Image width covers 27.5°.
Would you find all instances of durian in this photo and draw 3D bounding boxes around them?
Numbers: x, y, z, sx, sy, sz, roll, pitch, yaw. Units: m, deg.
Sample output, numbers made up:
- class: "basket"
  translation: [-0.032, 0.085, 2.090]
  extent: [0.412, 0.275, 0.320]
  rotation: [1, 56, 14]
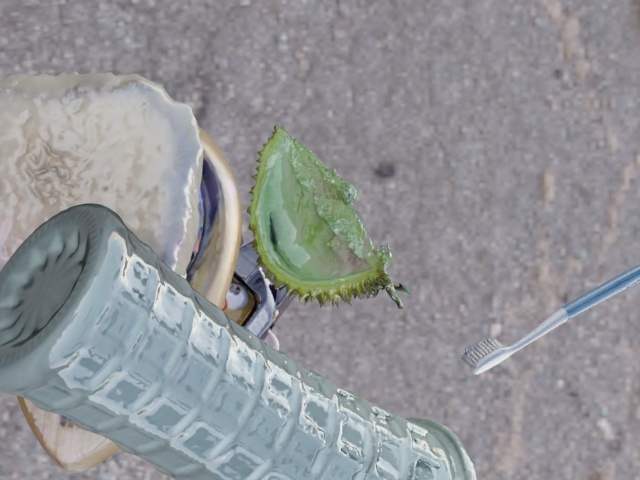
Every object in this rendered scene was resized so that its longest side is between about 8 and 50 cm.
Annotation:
- class: "durian"
  translation: [0.000, 0.000, 1.115]
  extent: [0.086, 0.215, 0.100]
  rotation: [-11, 144, -40]

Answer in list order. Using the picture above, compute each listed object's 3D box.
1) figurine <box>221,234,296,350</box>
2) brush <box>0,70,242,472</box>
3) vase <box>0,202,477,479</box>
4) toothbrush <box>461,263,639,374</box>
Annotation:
- class: "figurine"
  translation: [-0.160, 0.116, 1.628]
  extent: [0.308, 0.143, 0.308]
  rotation: [0, 90, -18]
- class: "brush"
  translation: [-0.150, 0.028, 0.864]
  extent: [0.166, 0.174, 0.267]
  rotation: [6, 91, -86]
- class: "vase"
  translation: [-0.051, 0.101, 0.763]
  extent: [0.299, 0.143, 0.143]
  rotation: [40, 60, -33]
- class: "toothbrush"
  translation: [0.245, 0.061, 1.245]
  extent: [0.275, 0.025, 0.019]
  rotation: [-25, 142, -25]
